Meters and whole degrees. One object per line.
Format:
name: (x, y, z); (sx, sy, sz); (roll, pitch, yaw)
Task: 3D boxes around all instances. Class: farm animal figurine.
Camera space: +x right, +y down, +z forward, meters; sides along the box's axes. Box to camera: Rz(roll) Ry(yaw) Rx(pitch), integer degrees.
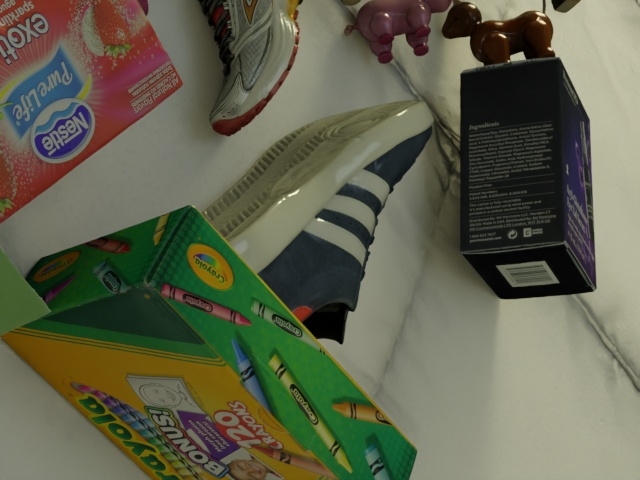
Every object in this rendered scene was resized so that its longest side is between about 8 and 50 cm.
farm animal figurine: (0.174, -0.309, 1.360); (0.330, 0.326, 0.172); (24, 44, -51)

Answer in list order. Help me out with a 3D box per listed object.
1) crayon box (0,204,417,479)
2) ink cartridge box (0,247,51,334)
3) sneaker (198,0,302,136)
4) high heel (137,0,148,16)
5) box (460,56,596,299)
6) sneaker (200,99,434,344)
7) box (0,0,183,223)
crayon box: (-0.078, 0.111, 1.002); (0.278, 0.165, 0.081); (49, 45, -26)
ink cartridge box: (-0.292, -0.009, 0.788); (0.235, 0.171, 0.056); (58, 27, -18)
sneaker: (-0.071, -0.192, 1.196); (0.092, 0.088, 0.225); (20, 61, -21)
high heel: (-0.215, -0.272, 1.052); (0.244, 0.082, 0.117); (35, 51, -27)
box: (0.214, -0.061, 1.415); (0.153, 0.108, 0.207); (41, 47, -60)
sneaker: (0.000, 0.000, 1.176); (0.350, 0.131, 0.148); (-41, 116, -42)
box: (-0.229, -0.086, 0.924); (0.123, 0.128, 0.257); (60, 41, -15)
